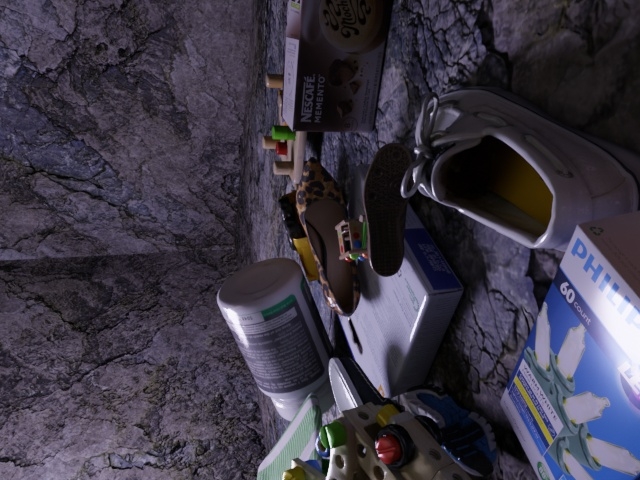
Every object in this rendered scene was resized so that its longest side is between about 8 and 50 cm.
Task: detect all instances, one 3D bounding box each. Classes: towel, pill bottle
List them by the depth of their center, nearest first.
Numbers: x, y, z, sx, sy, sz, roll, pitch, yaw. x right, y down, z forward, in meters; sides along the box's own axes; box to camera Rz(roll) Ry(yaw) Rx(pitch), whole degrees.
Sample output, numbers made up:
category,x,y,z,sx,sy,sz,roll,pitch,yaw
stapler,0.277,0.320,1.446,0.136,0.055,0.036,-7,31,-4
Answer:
category,x,y,z,sx,sy,sz,roll,pitch,yaw
towel,-0.069,0.470,0.956,0.247,0.038,0.325,-57,8,16
pill bottle,-0.085,0.240,1.191,0.204,0.204,0.361,-131,19,-65

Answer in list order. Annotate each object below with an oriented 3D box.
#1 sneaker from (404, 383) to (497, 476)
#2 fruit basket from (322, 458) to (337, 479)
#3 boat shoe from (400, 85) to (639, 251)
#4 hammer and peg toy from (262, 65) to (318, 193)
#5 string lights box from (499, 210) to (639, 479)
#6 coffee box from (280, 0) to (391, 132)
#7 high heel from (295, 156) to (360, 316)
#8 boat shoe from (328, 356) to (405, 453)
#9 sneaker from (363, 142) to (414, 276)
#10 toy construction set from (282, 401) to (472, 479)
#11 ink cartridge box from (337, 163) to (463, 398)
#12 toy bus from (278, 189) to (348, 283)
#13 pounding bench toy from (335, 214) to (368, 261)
category,x,y,z,sx,sy,sz,roll,pitch,yaw
sneaker,0.185,0.276,0.700,0.191,0.071,0.082,-145,41,-73
fruit basket,0.057,0.604,0.872,0.392,0.283,0.391,-165,90,-78
boat shoe,0.158,-0.084,0.545,0.367,0.157,0.135,-120,31,-57
hammer and peg toy,-0.088,-0.278,1.407,0.266,0.128,0.361,-115,28,-53
string lights box,0.229,0.115,0.390,0.259,0.077,0.133,85,170,-45
coffee box,0.023,-0.361,0.943,0.119,0.168,0.297,-119,31,-57
high heel,0.022,-0.002,0.877,0.186,0.093,0.261,-111,9,-57
boat shoe,0.109,0.311,0.789,0.302,0.091,0.114,62,160,25
sneaker,0.090,-0.046,0.706,0.071,0.066,0.188,-77,-9,-70
toy construction set,0.106,0.329,0.607,0.328,0.151,0.215,35,115,26
ink cartridge box,0.111,0.088,0.894,0.324,0.072,0.330,-112,23,-45
toy bus,0.000,0.000,1.170,0.220,0.150,0.211,-114,10,-55
pounding bench toy,0.064,-0.002,0.821,0.083,0.052,0.065,141,124,-70
